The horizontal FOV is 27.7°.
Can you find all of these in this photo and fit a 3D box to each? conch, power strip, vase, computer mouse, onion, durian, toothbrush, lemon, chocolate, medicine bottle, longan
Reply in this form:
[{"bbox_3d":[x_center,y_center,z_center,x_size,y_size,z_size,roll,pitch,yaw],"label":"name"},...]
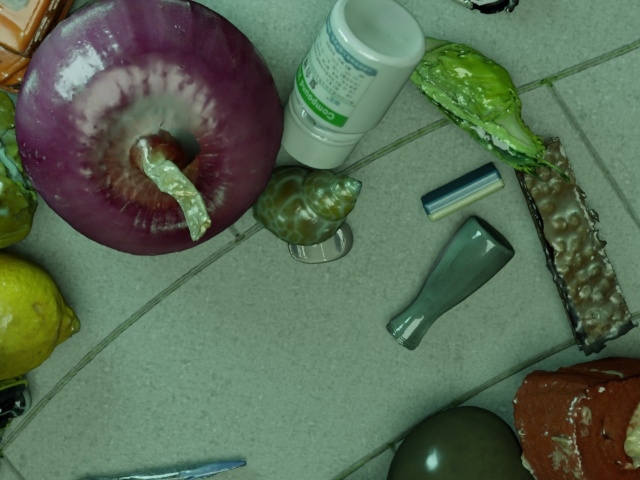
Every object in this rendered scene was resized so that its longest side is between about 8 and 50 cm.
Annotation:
[{"bbox_3d":[-0.027,-0.052,1.842,0.173,0.106,0.116,27,76,25],"label":"conch"},{"bbox_3d":[0.205,-0.069,1.887,0.123,0.056,0.032,-26,105,6],"label":"power strip"},{"bbox_3d":[0.186,0.068,1.914,0.086,0.086,0.214,38,105,-11],"label":"vase"},{"bbox_3d":[0.001,-0.001,1.909,0.096,0.039,0.066,-9,104,9],"label":"computer mouse"},{"bbox_3d":[-0.223,-0.157,1.727,0.358,0.345,0.358,1,86,-15],"label":"onion"},{"bbox_3d":[0.208,-0.208,1.812,0.375,0.132,0.107,36,102,6],"label":"durian"},{"bbox_3d":[-0.318,0.374,1.998,0.413,0.035,0.042,-8,82,0],"label":"toothbrush"},{"bbox_3d":[-0.469,0.102,1.845,0.256,0.188,0.188,11,104,-6],"label":"lemon"},{"bbox_3d":[0.366,0.009,1.913,0.102,0.065,0.329,-26,106,-10],"label":"chocolate"},{"bbox_3d":[0.034,-0.212,1.759,0.139,0.139,0.237,26,138,-8],"label":"medicine bottle"},{"bbox_3d":[0.214,0.368,1.925,0.248,0.248,0.248,0,105,-2],"label":"longan"}]

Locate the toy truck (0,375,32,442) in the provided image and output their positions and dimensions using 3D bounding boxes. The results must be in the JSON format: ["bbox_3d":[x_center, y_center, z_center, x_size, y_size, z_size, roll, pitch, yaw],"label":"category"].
[{"bbox_3d":[-0.555,0.296,1.928,0.157,0.124,0.272,31,105,14],"label":"toy truck"}]

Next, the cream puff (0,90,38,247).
[{"bbox_3d":[-0.520,-0.094,1.791,0.282,0.282,0.185,42,135,-11],"label":"cream puff"}]

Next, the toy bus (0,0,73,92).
[{"bbox_3d":[-0.397,-0.357,1.744,0.143,0.153,0.329,29,104,-7],"label":"toy bus"}]

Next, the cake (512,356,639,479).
[{"bbox_3d":[0.416,0.270,1.883,0.283,0.151,0.177,-7,95,-35],"label":"cake"}]

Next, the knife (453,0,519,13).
[{"bbox_3d":[0.116,-0.410,1.806,0.365,0.043,0.089,25,70,-5],"label":"knife"}]
